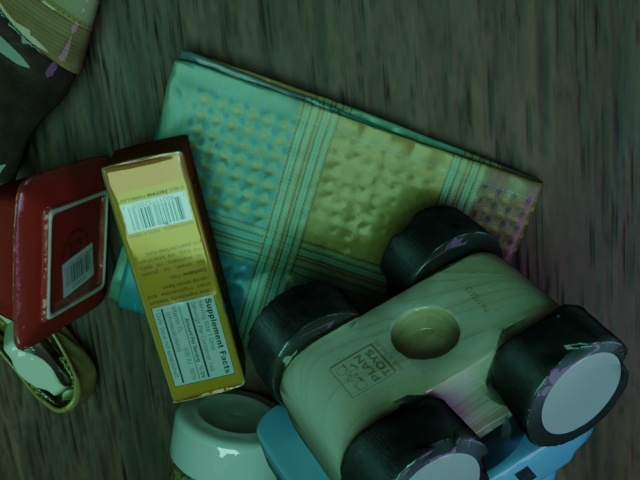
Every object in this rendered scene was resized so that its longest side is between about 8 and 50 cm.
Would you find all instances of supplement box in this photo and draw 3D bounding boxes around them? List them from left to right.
[{"bbox_3d":[-0.131,0.027,0.855,0.080,0.078,0.233,-11,108,0],"label":"supplement box"}]

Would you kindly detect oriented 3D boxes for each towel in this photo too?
[{"bbox_3d":[0.000,0.000,0.909,0.370,0.040,0.271,18,107,-6],"label":"towel"}]

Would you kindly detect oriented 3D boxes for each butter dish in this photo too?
[{"bbox_3d":[-0.276,0.000,0.862,0.118,0.160,0.160,10,107,14],"label":"butter dish"}]

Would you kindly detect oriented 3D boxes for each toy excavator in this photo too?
[{"bbox_3d":[0.061,0.259,0.855,0.433,0.222,0.445,-29,131,-15],"label":"toy excavator"}]

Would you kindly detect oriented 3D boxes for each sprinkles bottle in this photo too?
[{"bbox_3d":[-0.116,0.338,0.968,0.121,0.121,0.355,10,107,-2],"label":"sprinkles bottle"}]

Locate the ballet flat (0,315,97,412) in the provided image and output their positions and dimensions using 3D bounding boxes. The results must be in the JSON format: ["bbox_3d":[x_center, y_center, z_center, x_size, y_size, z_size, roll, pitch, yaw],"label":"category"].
[{"bbox_3d":[-0.306,0.075,0.917,0.080,0.073,0.232,-36,103,10],"label":"ballet flat"}]

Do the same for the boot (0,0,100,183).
[{"bbox_3d":[-0.344,-0.187,0.828,0.248,0.090,0.207,30,103,-12],"label":"boot"}]
